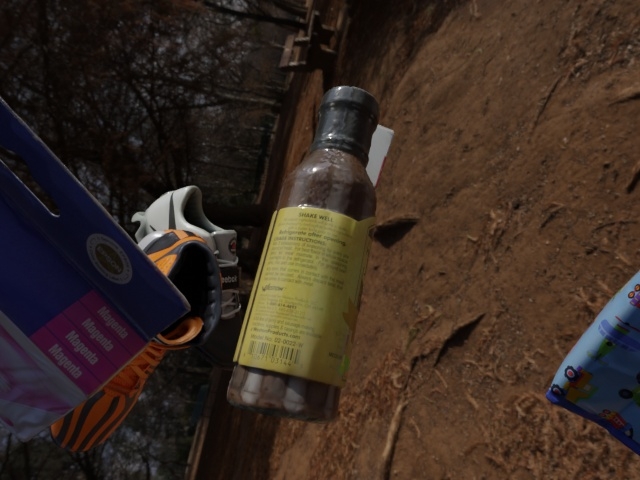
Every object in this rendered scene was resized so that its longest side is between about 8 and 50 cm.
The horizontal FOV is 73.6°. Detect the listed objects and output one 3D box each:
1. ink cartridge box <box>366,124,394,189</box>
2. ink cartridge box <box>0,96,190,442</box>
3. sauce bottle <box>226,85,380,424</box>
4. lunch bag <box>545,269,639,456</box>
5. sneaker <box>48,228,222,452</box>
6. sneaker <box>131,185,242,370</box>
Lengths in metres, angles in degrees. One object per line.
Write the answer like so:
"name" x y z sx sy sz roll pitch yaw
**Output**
"ink cartridge box" 0.047 -0.091 0.614 0.135 0.056 0.099 118 172 -65
"ink cartridge box" -0.311 0.017 0.365 0.330 0.324 0.071 -36 9 39
"sauce bottle" 0.000 0.000 0.443 0.111 0.111 0.345 125 159 -72
"lunch bag" 0.418 0.079 0.515 0.293 0.138 0.221 -29 -35 -47
"sneaker" -0.235 0.130 0.536 0.180 0.124 0.321 10 74 56
"sneaker" -0.191 0.056 0.728 0.331 0.146 0.122 60 -164 6
